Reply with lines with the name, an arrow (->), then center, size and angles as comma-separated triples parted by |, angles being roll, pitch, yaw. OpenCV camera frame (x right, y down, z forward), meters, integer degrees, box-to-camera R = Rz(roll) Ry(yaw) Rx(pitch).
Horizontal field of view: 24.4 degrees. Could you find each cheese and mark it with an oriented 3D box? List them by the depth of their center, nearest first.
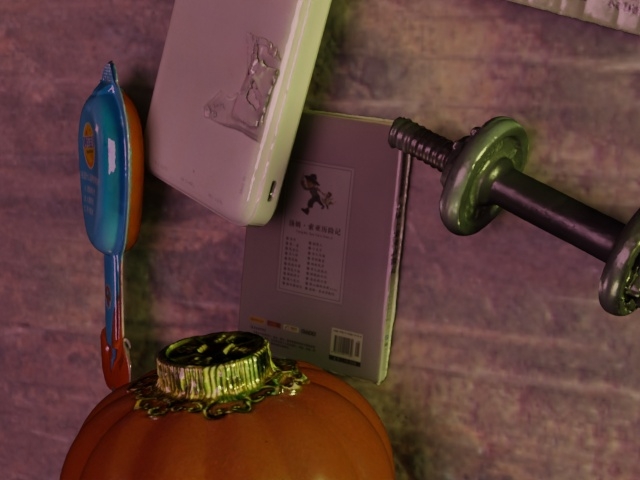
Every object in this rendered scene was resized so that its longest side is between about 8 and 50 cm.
cheese -> -0.154, -0.005, 1.100 | 0.106, 0.037, 0.256 | -157, 64, -67

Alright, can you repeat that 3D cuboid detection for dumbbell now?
dumbbell -> 0.145, -0.015, 0.894 | 0.254, 0.081, 0.081 | 30, 111, 27

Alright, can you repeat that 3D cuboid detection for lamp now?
lamp -> -0.060, 0.162, 0.965 | 0.223, 0.223, 0.196 | 3, 105, 33

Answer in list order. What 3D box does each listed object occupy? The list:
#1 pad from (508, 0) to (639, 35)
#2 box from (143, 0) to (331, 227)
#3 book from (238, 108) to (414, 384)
pad -> 0.190, -0.201, 0.873 | 0.265, 0.009, 0.159 | 20, 110, 26
box -> -0.050, -0.161, 1.015 | 0.142, 0.044, 0.285 | 30, 112, 41
book -> 0.000, 0.000, 1.030 | 0.127, 0.014, 0.181 | 11, 101, 32
